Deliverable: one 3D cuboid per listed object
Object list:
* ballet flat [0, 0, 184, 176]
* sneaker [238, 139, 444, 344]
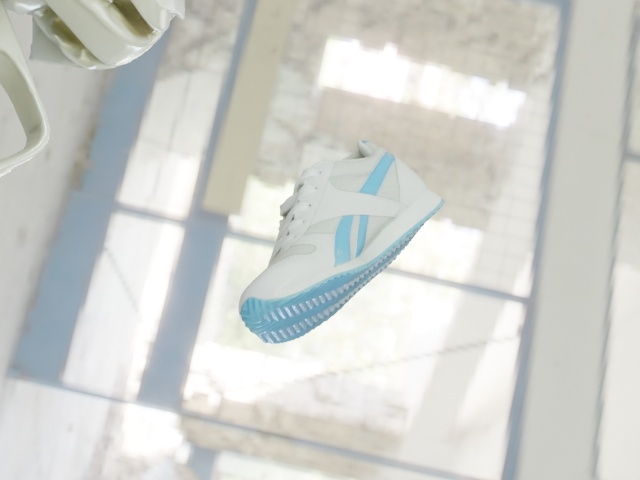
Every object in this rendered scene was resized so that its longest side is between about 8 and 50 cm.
[{"bbox_3d":[-0.112,-0.079,0.518,0.280,0.096,0.095,-47,-165,-26],"label":"ballet flat"},{"bbox_3d":[0.000,0.000,1.189,0.228,0.092,0.087,-38,169,-49],"label":"sneaker"}]
